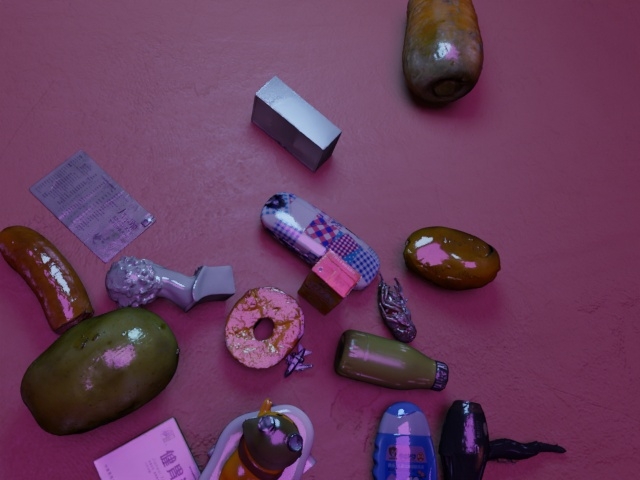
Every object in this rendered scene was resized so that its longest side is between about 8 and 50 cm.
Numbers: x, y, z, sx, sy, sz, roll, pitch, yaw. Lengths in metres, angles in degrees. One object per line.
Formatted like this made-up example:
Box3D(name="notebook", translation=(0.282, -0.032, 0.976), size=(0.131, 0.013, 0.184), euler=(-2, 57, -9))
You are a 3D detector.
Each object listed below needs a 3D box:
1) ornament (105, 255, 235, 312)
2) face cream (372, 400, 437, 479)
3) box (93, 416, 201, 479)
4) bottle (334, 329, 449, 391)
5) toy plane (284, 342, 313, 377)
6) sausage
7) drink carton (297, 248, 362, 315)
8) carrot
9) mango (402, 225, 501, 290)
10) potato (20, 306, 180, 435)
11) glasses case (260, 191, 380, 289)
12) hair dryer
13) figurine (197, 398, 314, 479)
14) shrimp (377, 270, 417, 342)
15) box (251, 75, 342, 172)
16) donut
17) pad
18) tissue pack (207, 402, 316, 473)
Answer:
Box3D(name="ornament", translation=(-0.334, 0.102, 1.221), size=(0.284, 0.130, 0.121), euler=(4, 66, -11))
Box3D(name="face cream", translation=(0.189, 0.498, 1.220), size=(0.148, 0.083, 0.264), euler=(7, 70, -10))
Box3D(name="box", translation=(-0.326, 0.524, 1.117), size=(0.175, 0.062, 0.261), euler=(-26, 78, -18))
Box3D(name="bottle", translation=(0.168, 0.290, 1.270), size=(0.260, 0.112, 0.112), euler=(16, 69, -6))
Box3D(name="toy plane", translation=(-0.058, 0.283, 1.270), size=(0.078, 0.031, 0.083), euler=(32, 65, 17))
Box3D(name="sausage", translation=(-0.603, 0.075, 1.191), size=(0.108, 0.109, 0.271), euler=(-38, 83, -20))
Box3D(name="drink carton", translation=(0.016, 0.101, 1.242), size=(0.096, 0.223, 0.071), euler=(40, 70, 4))
Box3D(name="carrot", translation=(0.341, -0.562, 1.535), size=(0.224, 0.224, 0.341), euler=(5, 68, -10))
Box3D(name="mango", translation=(0.326, 0.050, 1.366), size=(0.248, 0.156, 0.151), euler=(14, 105, -9))
Box3D(name="potato", translation=(-0.440, 0.263, 1.108), size=(0.304, 0.216, 0.216), euler=(-36, 82, -8))
Box3D(name="glasses case", translation=(0.000, 0.000, 1.346), size=(0.327, 0.076, 0.125), euler=(35, 56, 1))
Box3D(name="hair dryer", translation=(0.436, 0.530, 1.267), size=(0.359, 0.120, 0.304), euler=(6, 79, -19))
Box3D(name="figurine", translation=(-0.104, 0.378, 0.907), size=(0.166, 0.141, 0.250), euler=(37, 68, 3))
Box3D(name="shrimp", translation=(0.181, 0.161, 1.342), size=(0.073, 0.075, 0.190), euler=(-27, 65, 14))
Box3D(name="box", translation=(-0.064, -0.299, 1.410), size=(0.225, 0.129, 0.086), euler=(41, 68, 3))
Box3D(name="donut", translation=(-0.132, 0.205, 1.259), size=(0.174, 0.074, 0.190), euler=(24, 73, -4))
Box3D(name="pad", translation=(-0.546, -0.086, 1.305), size=(0.265, 0.009, 0.159), euler=(42, 70, 4))
Box3D(name="tissue pack", translation=(-0.127, 0.432, 1.090), size=(0.159, 0.246, 0.136), euler=(-34, 80, -19))
